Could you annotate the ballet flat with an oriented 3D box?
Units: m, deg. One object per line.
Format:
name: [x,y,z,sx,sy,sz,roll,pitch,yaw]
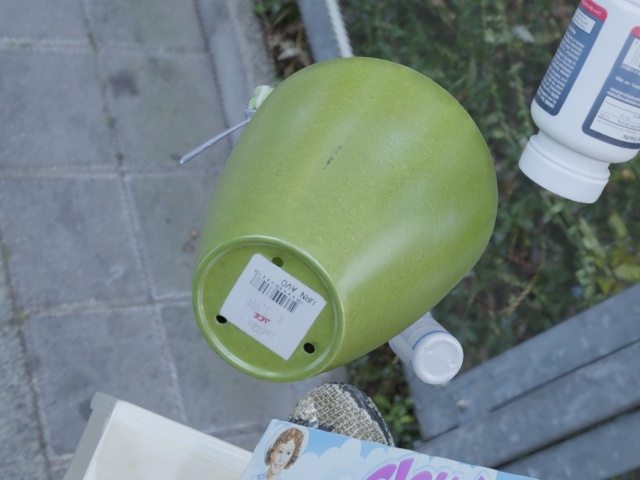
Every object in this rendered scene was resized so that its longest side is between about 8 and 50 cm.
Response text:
ballet flat: [0.029,0.414,1.399,0.164,0.182,0.482,0,106,-15]

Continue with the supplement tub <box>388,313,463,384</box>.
supplement tub: [0.137,0.139,1.584,0.071,0.107,0.071,-5,108,-15]

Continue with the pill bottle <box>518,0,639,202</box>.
pill bottle: [0.253,-0.131,1.087,0.108,0.180,0.108,20,23,-9]

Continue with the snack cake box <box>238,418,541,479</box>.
snack cake box: [0.040,0.186,0.590,0.089,0.264,0.152,37,70,-28]

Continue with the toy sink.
toy sink: [-0.115,0.200,0.886,0.153,0.234,0.131,25,79,-12]

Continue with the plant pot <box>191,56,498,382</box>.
plant pot: [0.000,0.000,1.112,0.275,0.275,0.293,48,29,-4]

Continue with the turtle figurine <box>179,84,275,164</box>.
turtle figurine: [-0.017,-0.076,1.370,0.198,0.274,0.266,39,10,7]
